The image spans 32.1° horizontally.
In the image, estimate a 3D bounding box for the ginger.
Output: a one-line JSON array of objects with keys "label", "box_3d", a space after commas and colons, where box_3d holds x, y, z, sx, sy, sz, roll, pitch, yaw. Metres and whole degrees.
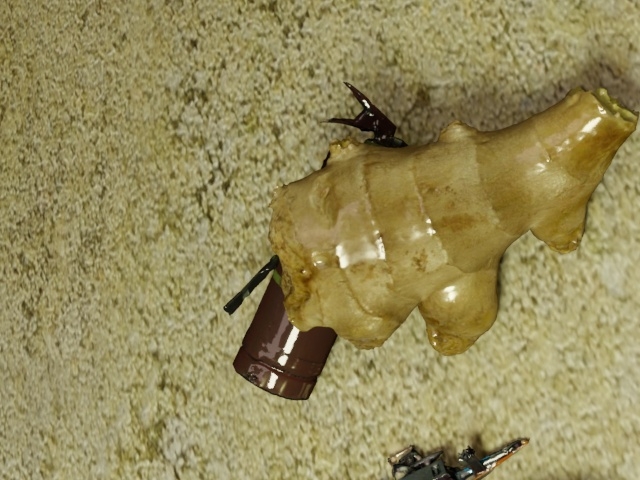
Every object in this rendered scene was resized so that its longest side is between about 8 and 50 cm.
[{"label": "ginger", "box_3d": [0.136, -0.006, 1.091, 0.375, 0.166, 0.236, -13, 85, 22]}]

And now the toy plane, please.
[{"label": "toy plane", "box_3d": [0.121, 0.240, 1.117, 0.188, 0.062, 0.135, -40, 31, 19]}]

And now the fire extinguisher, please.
[{"label": "fire extinguisher", "box_3d": [0.000, 0.000, 1.232, 0.105, 0.141, 0.341, -128, 61, -75]}]
